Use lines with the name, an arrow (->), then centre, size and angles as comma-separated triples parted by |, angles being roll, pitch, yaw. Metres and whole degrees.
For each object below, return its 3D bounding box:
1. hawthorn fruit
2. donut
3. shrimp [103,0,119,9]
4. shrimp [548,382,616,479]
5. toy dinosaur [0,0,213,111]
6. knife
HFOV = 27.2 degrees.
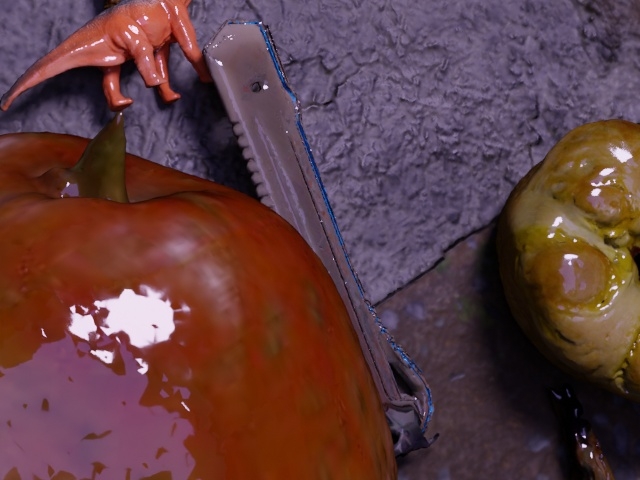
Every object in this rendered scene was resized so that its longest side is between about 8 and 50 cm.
hawthorn fruit -> -0.141, 0.111, 0.798 | 0.403, 0.403, 0.403 | 2, 83, -14
donut -> 0.264, 0.027, 1.059 | 0.261, 0.128, 0.208 | 25, 79, -11
shrimp -> -0.194, -0.266, 1.022 | 0.124, 0.034, 0.178 | 4, 81, -11
shrimp -> 0.209, 0.250, 1.053 | 0.117, 0.066, 0.262 | -19, 87, -16
toy dinosaur -> -0.118, -0.160, 1.018 | 0.279, 0.055, 0.101 | -26, 95, -32
knife -> -0.004, 0.002, 1.024 | 0.089, 0.043, 0.365 | -28, 98, -44
